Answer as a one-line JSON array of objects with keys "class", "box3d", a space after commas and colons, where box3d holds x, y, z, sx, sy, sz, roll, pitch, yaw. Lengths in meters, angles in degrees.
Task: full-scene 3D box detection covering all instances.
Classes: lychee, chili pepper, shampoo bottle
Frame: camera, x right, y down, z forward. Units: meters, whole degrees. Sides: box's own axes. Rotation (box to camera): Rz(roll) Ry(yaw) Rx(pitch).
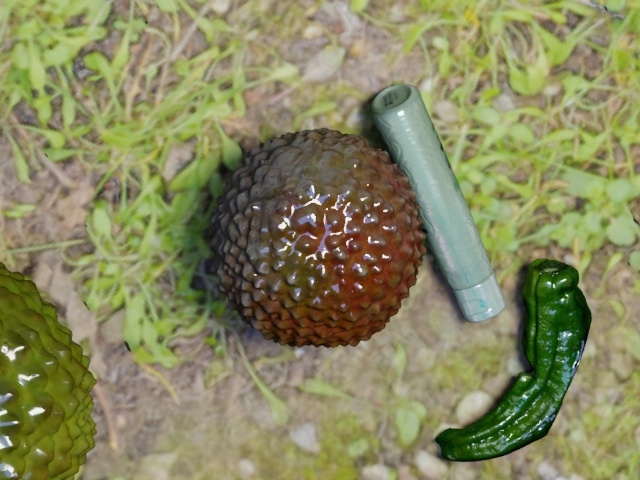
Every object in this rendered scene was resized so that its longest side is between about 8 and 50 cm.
[{"class": "lychee", "box3d": [-0.314, 0.113, 1.390, 0.320, 0.270, 0.270, 26, 98, 27]}, {"class": "lychee", "box3d": [0.000, 0.000, 1.468, 0.165, 0.197, 0.165, -6, 77, 26]}, {"class": "chili pepper", "box3d": [0.161, 0.102, 1.559, 0.073, 0.050, 0.182, 23, 99, -18]}, {"class": "shampoo bottle", "box3d": [0.091, -0.025, 1.520, 0.041, 0.069, 0.191, -24, 108, 1]}]
